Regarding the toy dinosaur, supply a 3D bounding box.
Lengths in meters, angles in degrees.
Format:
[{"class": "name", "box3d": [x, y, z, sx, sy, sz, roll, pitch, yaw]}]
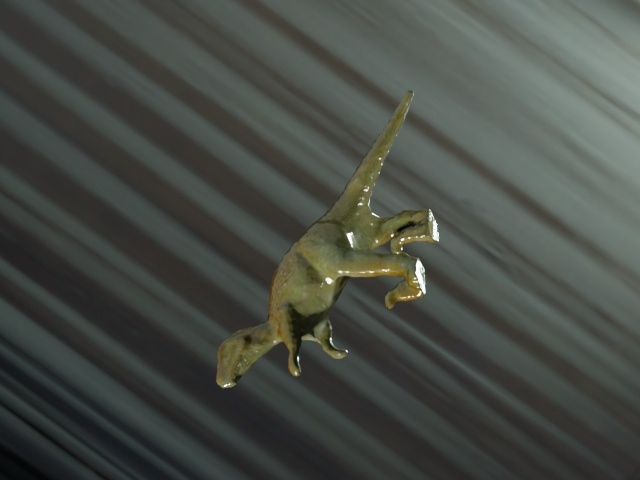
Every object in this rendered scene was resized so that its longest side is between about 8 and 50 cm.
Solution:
[{"class": "toy dinosaur", "box3d": [0.000, 0.000, 0.706, 0.126, 0.039, 0.162, -16, -126, 18]}]
